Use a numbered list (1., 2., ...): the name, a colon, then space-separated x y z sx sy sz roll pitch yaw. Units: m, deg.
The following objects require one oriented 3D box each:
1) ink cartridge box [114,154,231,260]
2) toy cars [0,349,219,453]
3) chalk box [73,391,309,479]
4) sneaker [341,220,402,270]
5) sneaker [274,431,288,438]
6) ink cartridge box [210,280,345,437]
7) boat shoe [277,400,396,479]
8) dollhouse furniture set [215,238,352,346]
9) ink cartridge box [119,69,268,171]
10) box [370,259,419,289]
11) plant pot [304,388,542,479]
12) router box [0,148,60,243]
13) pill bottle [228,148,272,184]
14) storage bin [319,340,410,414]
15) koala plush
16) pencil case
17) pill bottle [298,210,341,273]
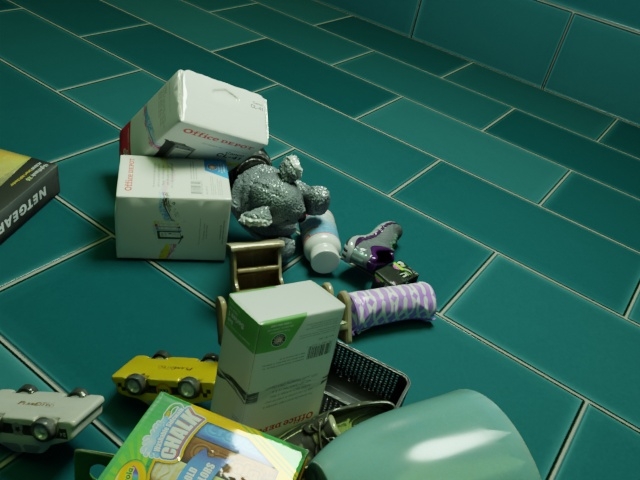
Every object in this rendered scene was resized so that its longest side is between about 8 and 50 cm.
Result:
1. ink cartridge box: -0.323 -0.071 1.345 0.233 0.168 0.171 2 37 -14
2. toy cars: -0.329 0.261 0.963 0.394 0.087 0.176 -11 16 -25
3. chalk box: -0.189 0.343 0.816 0.289 0.180 0.179 20 37 9
4. sneaker: 0.145 0.023 1.417 0.098 0.083 0.224 30 33 28
5. sneaker: -0.126 0.310 0.979 0.209 0.069 0.082 13 29 -1
6. ink cartridge box: -0.068 0.185 0.933 0.160 0.219 0.093 -6 28 -40
7. boat shoe: 0.015 0.291 0.922 0.224 0.073 0.080 -15 55 -22
8. dollhouse furniture set: -0.086 0.096 1.112 0.212 0.160 0.242 -5 10 -23
9. ink cartridge box: -0.298 -0.239 1.416 0.226 0.306 0.131 9 69 -38
10. box: 0.166 0.091 1.370 0.083 0.052 0.062 -21 47 -36
11. plant pot: 0.114 0.359 0.795 0.235 0.293 0.293 -5 39 -18
12. router box: -0.757 -0.094 1.321 0.243 0.081 0.308 15 36 4
13. pill bottle: -0.200 -0.210 1.609 0.123 0.122 0.219 -8 41 -25
14. storage bin: 0.051 0.266 1.073 0.180 0.084 0.122 23 38 16
15. koala plush: -0.099 -0.081 1.276 0.203 0.196 0.221 37 -5 -2
16. pencil case: 0.141 0.139 1.274 0.206 0.086 0.088 -8 75 -22
17. pill bottle: 0.000 0.000 1.414 0.087 0.087 0.160 3 36 -12
